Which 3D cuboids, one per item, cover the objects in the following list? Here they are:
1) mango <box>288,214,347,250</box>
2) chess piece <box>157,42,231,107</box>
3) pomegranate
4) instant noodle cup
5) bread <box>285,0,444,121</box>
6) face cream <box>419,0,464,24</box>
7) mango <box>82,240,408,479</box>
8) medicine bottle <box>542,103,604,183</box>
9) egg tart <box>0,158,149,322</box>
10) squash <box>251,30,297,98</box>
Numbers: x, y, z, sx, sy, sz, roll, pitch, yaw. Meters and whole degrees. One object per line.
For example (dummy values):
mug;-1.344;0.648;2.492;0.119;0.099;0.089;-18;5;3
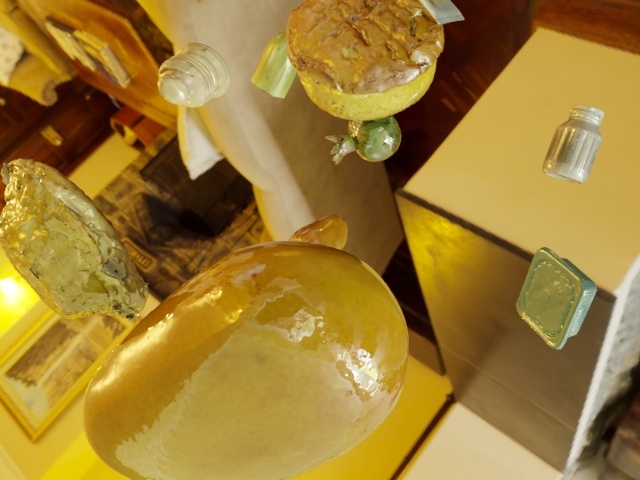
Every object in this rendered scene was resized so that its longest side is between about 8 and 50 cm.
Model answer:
mango;-0.001;-0.001;1.398;0.105;0.159;0.084;45;166;26
chess piece;-0.294;-0.362;1.372;0.307;0.124;0.138;-87;-14;-64
pomegranate;0.110;-0.271;1.567;0.152;0.191;0.131;-100;-9;-49
instant noodle cup;0.501;0.120;1.270;0.157;0.070;0.179;-121;35;-54
bread;0.103;-0.465;1.433;0.398;0.398;0.215;34;164;25
face cream;0.185;-0.504;1.164;0.224;0.114;0.070;50;133;9
mango;-0.100;0.174;0.753;0.300;0.446;0.232;52;-163;-31
medicine bottle;0.760;-0.288;1.799;0.135;0.215;0.135;19;-174;-2
egg tart;-0.372;0.020;0.865;0.295;0.116;0.295;31;147;23
squash;-0.117;-0.522;1.766;0.123;0.186;0.123;26;-162;-9
